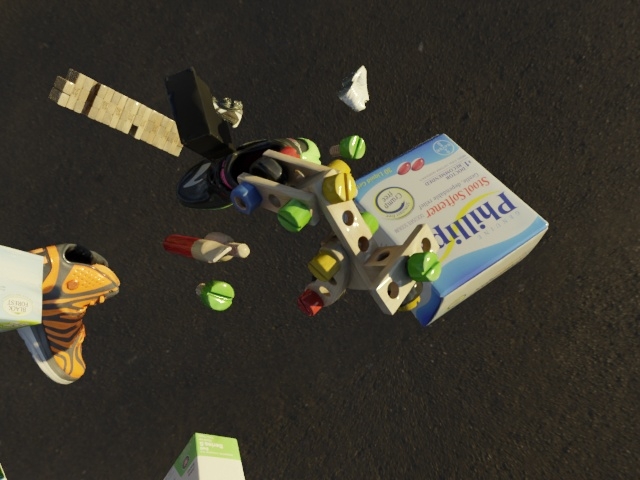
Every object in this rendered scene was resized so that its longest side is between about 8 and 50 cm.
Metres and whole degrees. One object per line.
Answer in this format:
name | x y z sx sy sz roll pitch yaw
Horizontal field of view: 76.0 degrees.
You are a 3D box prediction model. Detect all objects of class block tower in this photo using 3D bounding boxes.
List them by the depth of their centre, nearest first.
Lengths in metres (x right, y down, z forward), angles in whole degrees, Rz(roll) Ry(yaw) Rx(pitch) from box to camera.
block tower | -0.515 -0.333 1.097 0.097 0.335 0.090 32 98 39

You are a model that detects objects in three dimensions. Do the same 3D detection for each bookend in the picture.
bookend | -0.274 -0.286 0.951 0.072 0.156 0.157 -17 86 8

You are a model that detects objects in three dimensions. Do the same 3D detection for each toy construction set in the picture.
toy construction set | 0.000 0.000 0.507 0.237 0.309 0.257 6 106 51

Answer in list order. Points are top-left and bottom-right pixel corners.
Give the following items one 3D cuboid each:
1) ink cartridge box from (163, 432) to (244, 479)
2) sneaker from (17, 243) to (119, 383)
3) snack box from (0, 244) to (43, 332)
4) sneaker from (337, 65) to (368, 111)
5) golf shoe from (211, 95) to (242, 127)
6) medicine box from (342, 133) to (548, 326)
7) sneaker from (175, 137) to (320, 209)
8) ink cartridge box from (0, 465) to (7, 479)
ink cartridge box | -0.242 0.578 0.834 0.198 0.115 0.273 -56 31 11
sneaker | -0.473 0.143 0.797 0.180 0.321 0.124 -25 49 -29
snack box | -0.363 0.044 0.302 0.207 0.174 0.070 -14 72 8
sneaker | 0.079 -0.335 0.911 0.054 0.061 0.152 -24 33 37
golf shoe | -0.347 -0.411 1.290 0.198 0.077 0.093 14 115 0
medicine box | 0.228 -0.029 0.819 0.264 0.149 0.289 -30 61 -16
sneaker | -0.242 -0.200 1.165 0.483 0.202 0.185 -13 90 26
ink cartridge box | -0.678 0.463 0.751 0.189 0.097 0.255 -11 98 23
